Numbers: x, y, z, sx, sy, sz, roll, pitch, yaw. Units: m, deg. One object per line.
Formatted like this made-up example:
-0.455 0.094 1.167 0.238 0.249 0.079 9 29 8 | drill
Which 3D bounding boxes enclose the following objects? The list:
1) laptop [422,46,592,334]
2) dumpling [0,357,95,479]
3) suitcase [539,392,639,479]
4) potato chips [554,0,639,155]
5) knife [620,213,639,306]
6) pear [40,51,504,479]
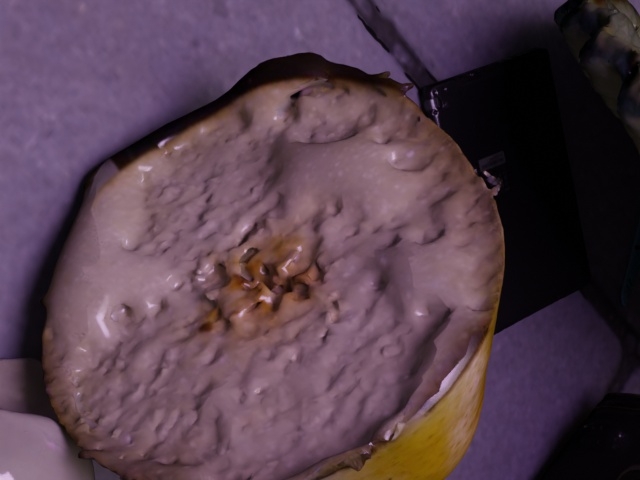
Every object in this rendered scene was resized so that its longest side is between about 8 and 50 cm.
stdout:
0.133 -0.034 0.994 0.129 0.016 0.180 -23 106 -37 | laptop
-0.183 0.134 0.687 0.150 0.092 0.176 24 79 -23 | dumpling
0.313 0.230 0.879 0.283 0.434 0.194 46 69 -16 | suitcase
0.279 -0.026 0.955 0.429 0.070 0.358 37 25 -50 | potato chips
0.242 0.008 1.092 0.014 0.005 0.091 28 74 -35 | knife
-0.012 0.057 0.754 0.267 0.267 0.178 -56 146 -24 | pear
